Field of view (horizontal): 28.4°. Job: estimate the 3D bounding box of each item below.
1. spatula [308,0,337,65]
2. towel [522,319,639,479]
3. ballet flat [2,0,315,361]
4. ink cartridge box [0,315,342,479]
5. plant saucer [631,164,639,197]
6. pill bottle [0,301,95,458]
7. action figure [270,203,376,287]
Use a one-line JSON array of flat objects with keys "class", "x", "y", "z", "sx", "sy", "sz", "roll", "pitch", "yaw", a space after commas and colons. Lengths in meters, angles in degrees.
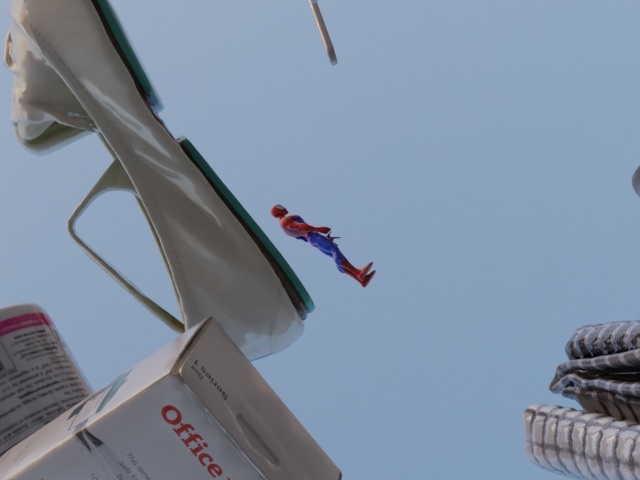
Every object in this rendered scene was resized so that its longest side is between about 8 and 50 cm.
[{"class": "spatula", "x": -0.026, "y": -0.262, "z": 1.011, "sx": 0.019, "sy": 0.168, "sz": 0.242, "roll": -19, "pitch": -126, "yaw": 0}, {"class": "towel", "x": 0.279, "y": 0.111, "z": 0.676, "sx": 0.284, "sy": 0.235, "sz": 0.121, "roll": 20, "pitch": -99, "yaw": -11}, {"class": "ballet flat", "x": -0.158, "y": -0.069, "z": 0.973, "sx": 0.139, "sy": 0.139, "sz": 0.400, "roll": -33, "pitch": -90, "yaw": -24}, {"class": "ink cartridge box", "x": -0.117, "y": 0.180, "z": 0.901, "sx": 0.160, "sy": 0.219, "sz": 0.092, "roll": 52, "pitch": -156, "yaw": -11}, {"class": "plant saucer", "x": 0.443, "y": -0.068, "z": 1.218, "sx": 0.278, "sy": 0.278, "sz": 0.041, "roll": -2, "pitch": -108, "yaw": -14}, {"class": "pill bottle", "x": -0.256, "y": 0.213, "z": 1.156, "sx": 0.160, "sy": 0.160, "sz": 0.283, "roll": -28, "pitch": -104, "yaw": -22}, {"class": "action figure", "x": 0.000, "y": 0.000, "z": 1.165, "sx": 0.115, "sy": 0.038, "sz": 0.030, "roll": 32, "pitch": -97, "yaw": 18}]
